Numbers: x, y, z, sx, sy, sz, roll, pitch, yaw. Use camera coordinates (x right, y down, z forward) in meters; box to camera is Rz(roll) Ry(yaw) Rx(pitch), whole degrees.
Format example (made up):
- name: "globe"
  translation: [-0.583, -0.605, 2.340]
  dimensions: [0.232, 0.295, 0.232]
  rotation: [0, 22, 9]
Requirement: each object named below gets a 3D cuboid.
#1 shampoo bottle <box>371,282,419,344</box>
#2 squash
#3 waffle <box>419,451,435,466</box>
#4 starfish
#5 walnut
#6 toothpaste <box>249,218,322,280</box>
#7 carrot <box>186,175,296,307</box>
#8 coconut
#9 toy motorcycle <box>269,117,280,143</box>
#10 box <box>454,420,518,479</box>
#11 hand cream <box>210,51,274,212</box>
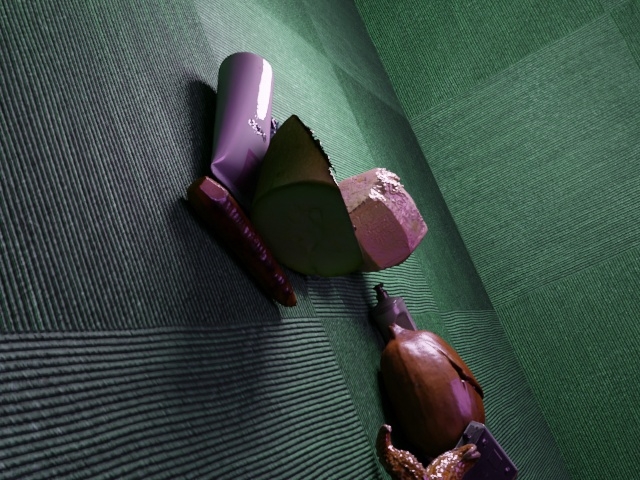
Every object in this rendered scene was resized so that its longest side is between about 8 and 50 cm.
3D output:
- name: "shampoo bottle"
  translation: [0.191, 0.215, 1.814]
  dimensions: [0.234, 0.087, 0.118]
  rotation: [64, 19, 3]
- name: "squash"
  translation: [-0.010, -0.113, 1.419]
  dimensions: [0.308, 0.210, 0.233]
  rotation: [-74, 150, -46]
- name: "waffle"
  translation: [0.306, 0.524, 1.755]
  dimensions: [0.204, 0.054, 0.223]
  rotation: [59, 20, -13]
- name: "starfish"
  translation: [0.181, 0.482, 1.362]
  dimensions: [0.303, 0.113, 0.311]
  rotation: [7, 51, -28]
- name: "walnut"
  translation: [0.244, 0.329, 1.649]
  dimensions: [0.209, 0.209, 0.336]
  rotation: [21, 37, -62]
- name: "toothpaste"
  translation: [-0.070, 0.008, 1.478]
  dimensions: [0.234, 0.057, 0.089]
  rotation: [38, 52, -41]
- name: "carrot"
  translation: [-0.127, 0.015, 1.307]
  dimensions: [0.314, 0.066, 0.066]
  rotation: [54, 21, -28]
- name: "coconut"
  translation: [0.144, -0.039, 1.828]
  dimensions: [0.245, 0.233, 0.233]
  rotation: [49, 24, -27]
- name: "toy motorcycle"
  translation: [-0.110, -0.213, 1.651]
  dimensions: [0.100, 0.058, 0.173]
  rotation: [60, 17, -25]
- name: "box"
  translation: [0.301, 0.534, 1.508]
  dimensions: [0.270, 0.045, 0.210]
  rotation: [-51, 122, -24]
- name: "hand cream"
  translation: [-0.157, -0.226, 1.480]
  dimensions: [0.185, 0.118, 0.358]
  rotation: [51, 30, -50]
